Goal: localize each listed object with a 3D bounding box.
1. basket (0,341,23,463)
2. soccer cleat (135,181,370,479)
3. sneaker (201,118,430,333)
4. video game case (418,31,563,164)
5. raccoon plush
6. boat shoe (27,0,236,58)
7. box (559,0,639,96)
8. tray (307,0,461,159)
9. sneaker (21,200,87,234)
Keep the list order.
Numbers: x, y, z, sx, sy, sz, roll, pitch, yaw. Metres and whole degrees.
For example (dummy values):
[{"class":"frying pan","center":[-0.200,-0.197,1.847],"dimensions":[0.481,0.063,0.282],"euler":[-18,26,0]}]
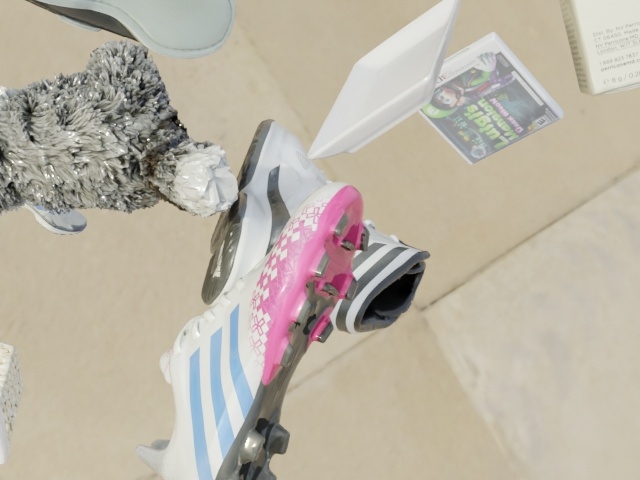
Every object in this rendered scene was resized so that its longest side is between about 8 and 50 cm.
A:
[{"class":"basket","center":[-0.419,0.168,1.319],"dimensions":[0.167,0.113,0.103],"euler":[9,53,-1]},{"class":"soccer cleat","center":[-0.072,0.086,1.104],"dimensions":[0.143,0.331,0.116],"euler":[24,2,23]},{"class":"sneaker","center":[0.000,0.001,1.542],"dimensions":[0.258,0.169,0.447],"euler":[21,24,-8]},{"class":"video game case","center":[0.244,-0.210,1.807],"dimensions":[0.190,0.173,0.022],"euler":[41,38,-32]},{"class":"raccoon plush","center":[-0.316,-0.109,1.401],"dimensions":[0.299,0.446,0.216],"euler":[-17,101,-21]},{"class":"boat shoe","center":[-0.209,-0.260,1.182],"dimensions":[0.302,0.091,0.114],"euler":[18,94,-51]},{"class":"box","center":[0.210,-0.249,0.881],"dimensions":[0.113,0.094,0.275],"euler":[-53,129,-78]},{"class":"tray","center":[0.074,-0.159,1.167],"dimensions":[0.030,0.145,0.270],"euler":[51,26,-15]},{"class":"sneaker","center":[-0.399,-0.057,1.750],"dimensions":[0.135,0.058,0.052],"euler":[31,39,-16]}]
